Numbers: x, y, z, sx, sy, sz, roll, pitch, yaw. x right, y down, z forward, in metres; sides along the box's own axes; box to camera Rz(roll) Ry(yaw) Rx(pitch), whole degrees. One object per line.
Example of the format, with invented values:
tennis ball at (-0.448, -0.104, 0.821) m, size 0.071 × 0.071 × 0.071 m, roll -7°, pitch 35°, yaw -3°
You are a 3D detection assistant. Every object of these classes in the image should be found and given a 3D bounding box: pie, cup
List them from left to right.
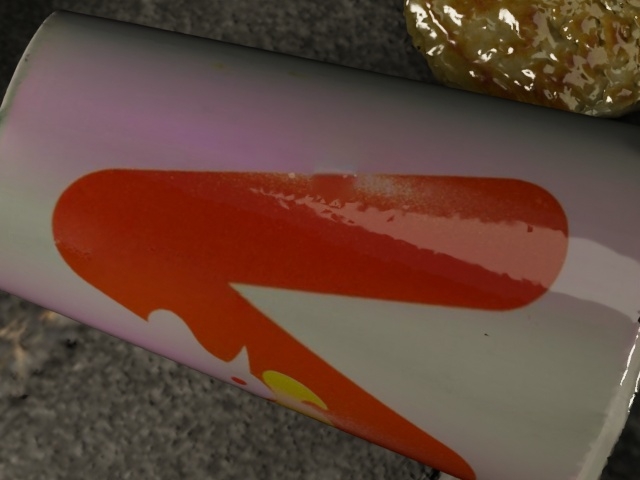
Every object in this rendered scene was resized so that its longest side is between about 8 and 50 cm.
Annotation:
cup at (0.000, 0.000, 0.685) m, size 0.288 × 0.203 × 0.203 m, roll 18°, pitch 64°, yaw 1°
pie at (0.124, -0.146, 0.827) m, size 0.163 × 0.079 × 0.193 m, roll -9°, pitch 70°, yaw -7°
